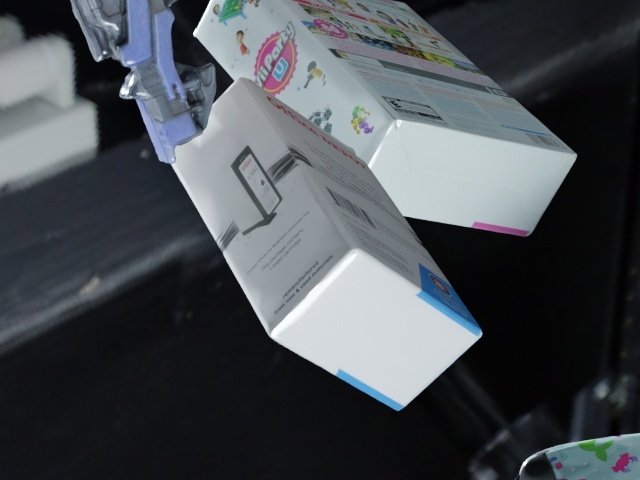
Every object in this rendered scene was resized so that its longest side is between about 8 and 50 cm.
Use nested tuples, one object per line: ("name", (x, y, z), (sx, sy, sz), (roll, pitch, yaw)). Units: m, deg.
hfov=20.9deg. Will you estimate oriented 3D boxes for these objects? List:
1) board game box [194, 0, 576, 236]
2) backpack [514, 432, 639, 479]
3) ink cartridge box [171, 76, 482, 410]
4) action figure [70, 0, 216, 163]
("board game box", (0.054, -0.134, 1.589), (0.224, 0.097, 0.303), (10, -152, -39))
("backpack", (0.313, 0.262, 1.469), (0.254, 0.225, 0.191), (-18, -140, 3))
("ink cartridge box", (0.000, 0.000, 1.187), (0.148, 0.086, 0.203), (33, -163, -42))
("action figure", (-0.127, -0.225, 1.098), (0.330, 0.178, 0.341), (-19, -78, -28))
